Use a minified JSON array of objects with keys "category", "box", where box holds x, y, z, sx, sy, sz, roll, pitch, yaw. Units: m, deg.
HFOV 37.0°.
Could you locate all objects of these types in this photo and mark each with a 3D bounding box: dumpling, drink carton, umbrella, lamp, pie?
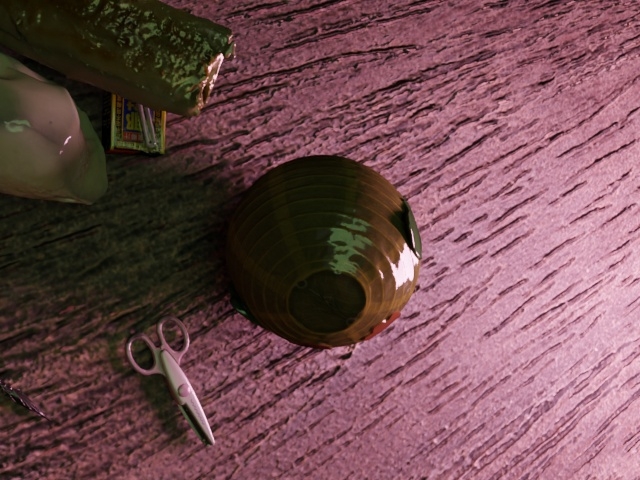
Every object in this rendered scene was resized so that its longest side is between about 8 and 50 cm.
[{"category":"dumpling","box":[-0.332,-0.135,1.084,0.215,0.126,0.166,17,52,-20]},{"category":"drink carton","box":[-0.227,-0.187,1.173,0.071,0.056,0.166,2,87,-26]},{"category":"umbrella","box":[-0.360,0.175,1.103,0.122,0.013,0.022,47,45,-19]},{"category":"lamp","box":[0.000,0.000,1.217,0.250,0.284,0.250,-2,124,-3]},{"category":"pie","box":[-0.239,-0.236,1.104,0.282,0.068,0.129,20,90,0]}]

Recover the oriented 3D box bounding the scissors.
[{"category":"scissors","box":[-0.178,0.184,1.204,0.085,0.022,0.176,-31,100,-30]}]
